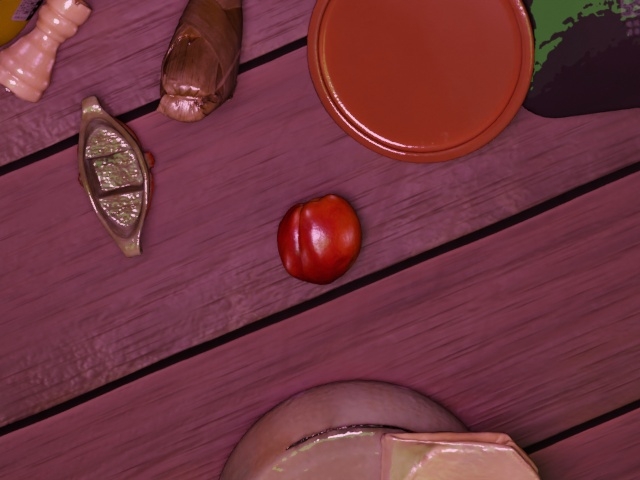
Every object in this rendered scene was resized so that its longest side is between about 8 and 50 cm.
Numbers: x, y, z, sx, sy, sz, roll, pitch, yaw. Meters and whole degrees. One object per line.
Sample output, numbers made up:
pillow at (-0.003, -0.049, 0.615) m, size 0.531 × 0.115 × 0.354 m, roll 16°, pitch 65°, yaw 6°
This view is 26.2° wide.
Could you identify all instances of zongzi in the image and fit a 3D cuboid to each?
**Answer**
zongzi at (-0.120, -0.217, 1.441) m, size 0.078 × 0.160 × 0.176 m, roll 12°, pitch 108°, yaw -2°

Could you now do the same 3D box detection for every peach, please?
peach at (0.001, 0.001, 1.551) m, size 0.100 × 0.101 × 0.101 m, roll -1°, pitch 107°, yaw -3°

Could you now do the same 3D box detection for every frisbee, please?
frisbee at (0.107, -0.205, 1.498) m, size 0.251 × 0.021 × 0.251 m, roll 4°, pitch 110°, yaw 11°

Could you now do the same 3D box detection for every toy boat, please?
toy boat at (-0.228, -0.075, 1.525) m, size 0.089 × 0.071 × 0.185 m, roll -14°, pitch 107°, yaw 2°

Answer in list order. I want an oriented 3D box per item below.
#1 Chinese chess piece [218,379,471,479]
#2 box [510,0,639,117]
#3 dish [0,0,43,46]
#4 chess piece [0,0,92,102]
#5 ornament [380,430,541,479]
Chinese chess piece at (0.045, 0.339, 1.631) m, size 0.349 × 0.146 × 0.349 m, roll -1°, pitch 107°, yaw -2°
box at (0.345, -0.284, 1.490) m, size 0.290 × 0.073 × 0.289 m, roll -8°, pitch 108°, yaw -1°
dish at (-0.371, -0.313, 1.425) m, size 0.262 × 0.108 × 0.221 m, roll -41°, pitch 106°, yaw 10°
chess piece at (-0.299, -0.213, 1.483) m, size 0.066 × 0.066 × 0.122 m, roll 35°, pitch 99°, yaw -12°
ornament at (0.127, 0.278, 1.514) m, size 0.201 × 0.059 × 0.180 m, roll -43°, pitch 100°, yaw 7°
